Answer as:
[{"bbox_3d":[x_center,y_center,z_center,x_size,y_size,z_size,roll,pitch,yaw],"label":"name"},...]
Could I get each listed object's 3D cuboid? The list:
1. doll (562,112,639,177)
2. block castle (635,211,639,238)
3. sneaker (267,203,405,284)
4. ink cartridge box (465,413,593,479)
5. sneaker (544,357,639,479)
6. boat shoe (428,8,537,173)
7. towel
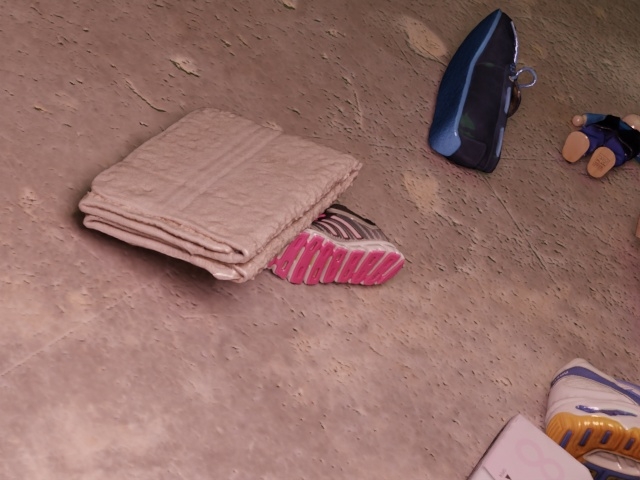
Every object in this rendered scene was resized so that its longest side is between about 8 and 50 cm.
[{"bbox_3d":[0.369,-0.122,2.325,0.129,0.046,0.189,34,27,14],"label":"doll"},{"bbox_3d":[0.551,0.028,1.997,0.213,0.303,0.453,30,18,-23],"label":"block castle"},{"bbox_3d":[0.000,0.000,1.852,0.170,0.063,0.075,7,36,-33],"label":"sneaker"},{"bbox_3d":[0.229,0.289,1.705,0.232,0.066,0.189,35,34,7],"label":"ink cartridge box"},{"bbox_3d":[0.364,0.203,1.872,0.296,0.112,0.131,26,35,-15],"label":"sneaker"},{"bbox_3d":[0.192,-0.169,2.205,0.089,0.109,0.258,35,50,-14],"label":"boat shoe"},{"bbox_3d":[-0.094,-0.048,1.783,0.187,0.049,0.282,20,29,17],"label":"towel"}]
